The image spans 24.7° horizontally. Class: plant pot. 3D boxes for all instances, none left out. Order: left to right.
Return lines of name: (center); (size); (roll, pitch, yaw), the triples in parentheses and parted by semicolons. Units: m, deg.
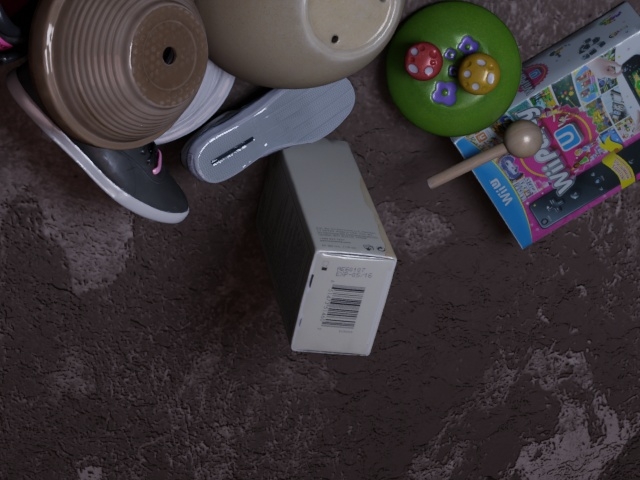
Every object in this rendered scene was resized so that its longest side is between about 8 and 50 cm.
plant pot: (-0.207, -0.218, 1.683); (0.237, 0.110, 0.237); (-12, 107, -45)
plant pot: (-0.006, -0.307, 1.780); (0.284, 0.191, 0.284); (-10, 113, -25)

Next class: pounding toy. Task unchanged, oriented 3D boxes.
pounding toy: (0.182, -0.200, 1.925); (0.183, 0.110, 0.236); (-19, 93, 9)

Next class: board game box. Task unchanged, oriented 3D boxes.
board game box: (0.355, -0.159, 2.062); (0.303, 0.097, 0.224); (-31, 123, 9)

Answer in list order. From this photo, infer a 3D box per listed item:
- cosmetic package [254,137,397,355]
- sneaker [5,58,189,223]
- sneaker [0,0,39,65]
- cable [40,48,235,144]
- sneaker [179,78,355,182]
cosmetic package: (0.000, 0.000, 1.958); (0.113, 0.309, 0.160); (6, 122, -15)
sneaker: (-0.235, -0.146, 1.824); (0.147, 0.104, 0.296); (-37, 118, 17)
sneaker: (-0.442, -0.255, 1.680); (0.483, 0.202, 0.185); (-48, 119, -10)
cable: (-0.236, -0.240, 1.885); (0.257, 0.089, 0.257); (-1, 122, -12)
sneaker: (-0.077, -0.162, 1.973); (0.258, 0.091, 0.094); (-26, 114, -20)
